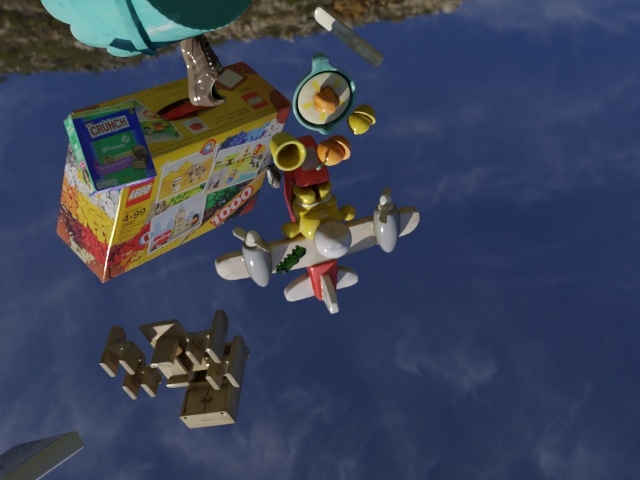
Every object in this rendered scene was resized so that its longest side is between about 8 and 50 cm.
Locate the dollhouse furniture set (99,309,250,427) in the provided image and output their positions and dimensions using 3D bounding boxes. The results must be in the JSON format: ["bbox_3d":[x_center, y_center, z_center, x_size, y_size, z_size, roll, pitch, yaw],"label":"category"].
[{"bbox_3d":[-0.235,0.207,1.375,0.212,0.242,0.161,-10,-136,17],"label":"dollhouse furniture set"}]

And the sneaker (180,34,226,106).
[{"bbox_3d":[-0.220,-0.345,1.437,0.071,0.188,0.066,5,-138,8],"label":"sneaker"}]

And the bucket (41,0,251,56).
[{"bbox_3d":[-0.221,-0.382,0.967,0.183,0.281,0.281,5,-138,41],"label":"bucket"}]

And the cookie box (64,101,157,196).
[{"bbox_3d":[-0.282,-0.124,1.011,0.092,0.040,0.107,-20,-87,-34],"label":"cookie box"}]

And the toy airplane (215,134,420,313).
[{"bbox_3d":[0.000,0.000,1.760,0.386,0.384,0.272,-57,-159,2],"label":"toy airplane"}]

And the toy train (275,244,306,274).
[{"bbox_3d":[-0.052,0.036,1.328,0.024,0.017,0.083,20,-140,20],"label":"toy train"}]

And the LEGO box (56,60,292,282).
[{"bbox_3d":[-0.344,-0.173,1.779,0.193,0.372,0.500,42,-136,18],"label":"LEGO box"}]

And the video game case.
[{"bbox_3d":[-0.364,0.269,0.773,0.201,0.183,0.023,-34,-83,-43],"label":"video game case"}]

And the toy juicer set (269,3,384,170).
[{"bbox_3d":[0.039,-0.280,1.501,0.209,0.329,0.089,6,-150,-29],"label":"toy juicer set"}]
